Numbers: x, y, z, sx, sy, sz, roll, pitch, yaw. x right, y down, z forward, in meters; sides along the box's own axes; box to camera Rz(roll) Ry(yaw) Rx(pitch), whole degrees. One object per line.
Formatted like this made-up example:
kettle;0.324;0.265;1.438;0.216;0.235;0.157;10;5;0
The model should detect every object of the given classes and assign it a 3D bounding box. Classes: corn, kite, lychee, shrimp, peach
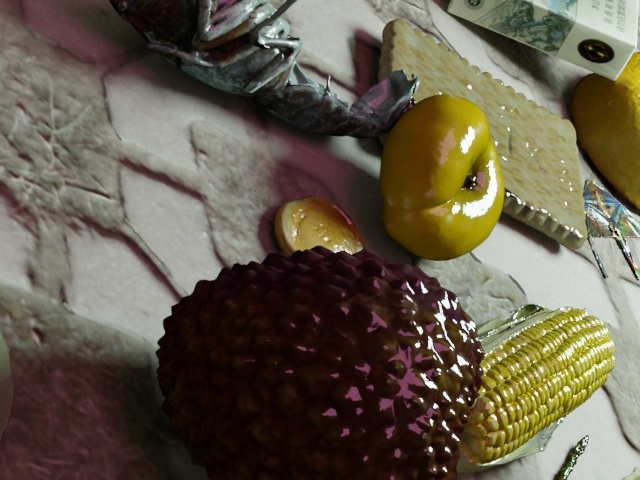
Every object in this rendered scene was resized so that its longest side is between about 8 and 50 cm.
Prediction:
corn;0.197;0.144;1.232;0.123;0.122;0.305;35;29;28
kite;0.397;-0.018;1.620;0.183;0.010;0.160;-1;61;-44
lychee;-0.006;0.120;0.967;0.271;0.271;0.271;25;45;-28
shrimp;-0.066;-0.212;1.240;0.410;0.166;0.221;38;5;-34
peach;0.129;-0.066;1.299;0.179;0.103;0.179;-11;104;-50

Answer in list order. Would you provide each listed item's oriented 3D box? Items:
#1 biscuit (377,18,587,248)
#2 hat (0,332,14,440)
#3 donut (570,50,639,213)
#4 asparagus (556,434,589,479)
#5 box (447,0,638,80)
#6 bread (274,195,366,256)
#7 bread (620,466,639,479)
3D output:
biscuit;0.201;-0.128;1.497;0.325;0.044;0.217;25;46;-26
hat;-0.304;0.057;0.826;0.252;0.110;0.252;24;45;-27
donut;0.490;-0.159;1.741;0.277;0.108;0.278;24;46;-27
asparagus;0.254;0.254;1.267;0.016;0.016;0.163;26;37;13
box;0.316;-0.340;1.694;0.256;0.069;0.164;22;43;-4
bread;0.000;0.000;1.222;0.110;0.024;0.110;25;44;-27
bread;0.332;0.349;1.145;0.375;0.165;0.237;-16;74;-50
